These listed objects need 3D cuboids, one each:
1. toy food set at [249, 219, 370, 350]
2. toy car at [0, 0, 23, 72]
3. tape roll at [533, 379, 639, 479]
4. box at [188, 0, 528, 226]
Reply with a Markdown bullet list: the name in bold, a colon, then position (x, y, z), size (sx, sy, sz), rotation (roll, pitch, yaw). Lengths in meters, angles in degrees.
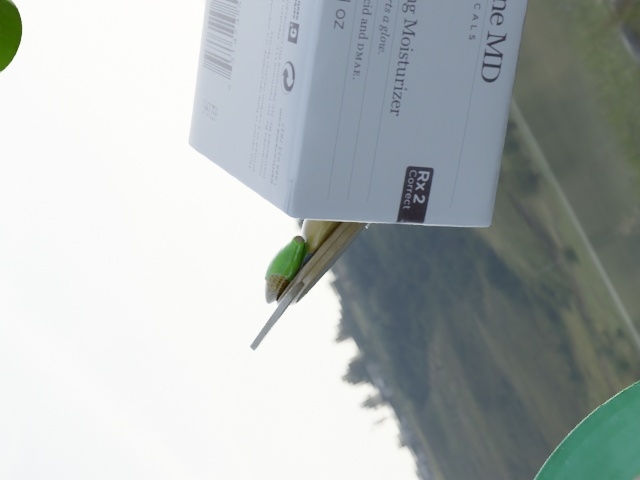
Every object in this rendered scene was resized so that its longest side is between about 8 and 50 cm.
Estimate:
- **toy food set**: position (0.000, 0.000, 1.100), size (0.038, 0.192, 0.132), rotation (41, 146, 4)
- **toy car**: position (-0.257, -0.055, 0.688), size (0.155, 0.149, 0.188), rotation (17, -110, -57)
- **tape roll**: position (0.258, 0.215, 0.717), size (0.321, 0.321, 0.077), rotation (64, -160, 12)
- **box**: position (0.016, -0.116, 0.719), size (0.182, 0.119, 0.181), rotation (-145, 60, -63)
